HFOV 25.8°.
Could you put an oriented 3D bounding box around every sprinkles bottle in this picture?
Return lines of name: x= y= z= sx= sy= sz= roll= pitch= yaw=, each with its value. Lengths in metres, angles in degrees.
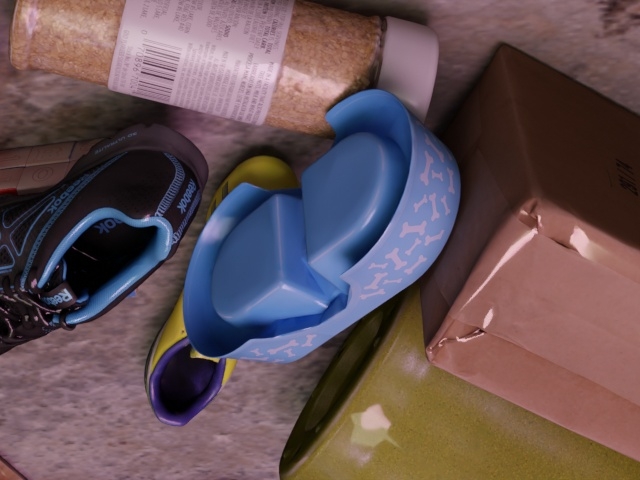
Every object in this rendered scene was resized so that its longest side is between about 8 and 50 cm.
sprinkles bottle: x=-0.081 y=-0.166 z=1.203 sx=0.355 sy=0.121 sz=0.121 roll=13 pitch=119 yaw=-7

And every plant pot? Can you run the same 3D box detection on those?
plant pot: x=0.165 y=0.214 z=1.316 sx=0.353 sy=0.366 sz=0.366 roll=34 pitch=115 yaw=-4

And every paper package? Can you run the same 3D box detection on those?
paper package: x=0.244 y=0.019 z=1.189 sx=0.309 sy=0.325 sz=0.168 roll=26 pitch=116 yaw=-13

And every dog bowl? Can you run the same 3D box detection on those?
dog bowl: x=0.000 y=0.000 z=1.169 sx=0.074 sy=0.166 sz=0.297 roll=24 pitch=135 yaw=-33

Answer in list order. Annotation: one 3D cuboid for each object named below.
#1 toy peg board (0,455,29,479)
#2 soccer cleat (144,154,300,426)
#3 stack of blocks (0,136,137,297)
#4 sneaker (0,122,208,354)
toy peg board: x=-0.392 y=0.297 z=1.465 sx=0.161 sy=0.079 sz=0.161 roll=-42 pitch=112 yaw=1
soccer cleat: x=-0.090 y=0.055 z=1.327 sx=0.093 sy=0.121 sz=0.289 roll=21 pitch=117 yaw=-11
stack of blocks: x=-0.327 y=-0.024 z=1.304 sx=0.297 sy=0.087 sz=0.171 roll=-6 pitch=119 yaw=4
sneaker: x=-0.250 y=0.025 z=1.200 sx=0.340 sy=0.140 sz=0.125 roll=-34 pitch=116 yaw=19
